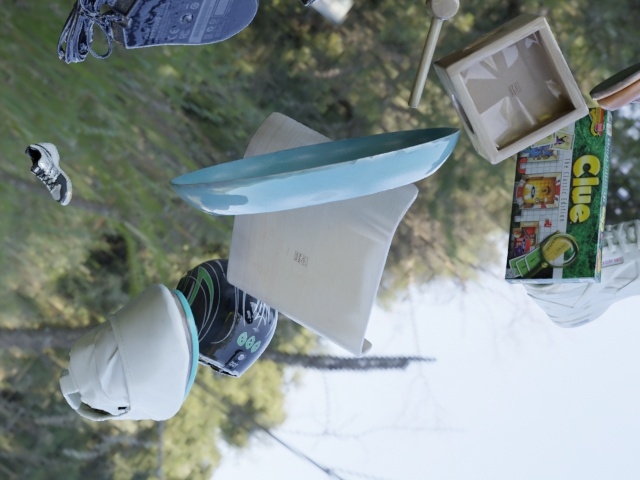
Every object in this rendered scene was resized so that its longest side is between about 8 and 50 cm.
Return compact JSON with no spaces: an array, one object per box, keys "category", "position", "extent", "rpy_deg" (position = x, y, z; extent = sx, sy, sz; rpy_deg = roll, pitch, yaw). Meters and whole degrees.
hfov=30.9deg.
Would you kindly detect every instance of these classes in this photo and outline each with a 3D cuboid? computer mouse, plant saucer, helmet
[{"category":"computer mouse","position":[-0.208,-0.320,1.520],"extent":[0.272,0.072,0.188],"rpy_deg":[-8,148,-35]},{"category":"plant saucer","position":[-0.004,-0.074,1.251],"extent":[0.317,0.044,0.317],"rpy_deg":[-11,-172,1]},{"category":"helmet","position":[-0.145,0.109,1.743],"extent":[0.162,0.169,0.169],"rpy_deg":[-66,-167,-13]}]

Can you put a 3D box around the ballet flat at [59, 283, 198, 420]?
[{"category":"ballet flat","position":[-0.232,0.153,1.336],"extent":[0.139,0.139,0.400],"rpy_deg":[-55,-177,-21]}]

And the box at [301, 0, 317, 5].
[{"category":"box","position":[0.013,-0.612,2.045],"extent":[0.322,0.257,0.079],"rpy_deg":[-37,180,37]}]

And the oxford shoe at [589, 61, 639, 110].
[{"category":"oxford shoe","position":[0.372,-0.164,1.236],"extent":[0.212,0.076,0.076],"rpy_deg":[-19,-176,-33]}]

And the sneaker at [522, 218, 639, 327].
[{"category":"sneaker","position":[0.439,0.028,1.754],"extent":[0.305,0.152,0.114],"rpy_deg":[-34,-148,31]}]

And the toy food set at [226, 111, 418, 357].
[{"category":"toy food set","position":[0.000,0.000,1.527],"extent":[0.092,0.219,0.306],"rpy_deg":[-46,158,-40]}]

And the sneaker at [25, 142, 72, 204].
[{"category":"sneaker","position":[-0.313,-0.075,1.325],"extent":[0.037,0.083,0.032],"rpy_deg":[0,144,-50]}]

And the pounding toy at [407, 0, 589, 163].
[{"category":"pounding toy","position":[0.178,-0.200,1.349],"extent":[0.181,0.206,0.094],"rpy_deg":[-28,-166,2]}]

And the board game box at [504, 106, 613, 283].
[{"category":"board game box","position":[0.341,-0.065,1.657],"extent":[0.136,0.030,0.260],"rpy_deg":[-2,-110,29]}]
